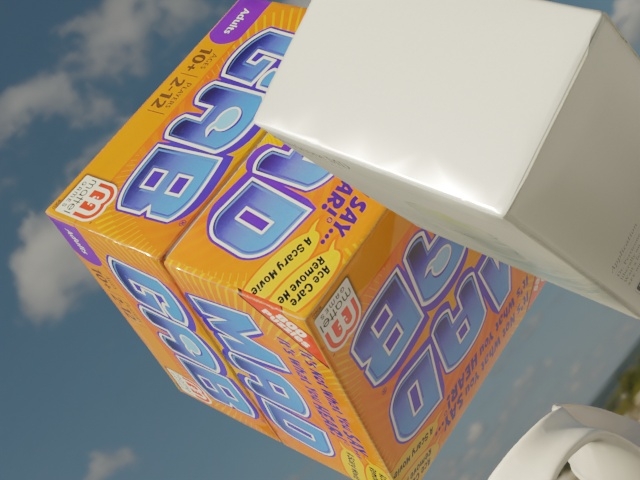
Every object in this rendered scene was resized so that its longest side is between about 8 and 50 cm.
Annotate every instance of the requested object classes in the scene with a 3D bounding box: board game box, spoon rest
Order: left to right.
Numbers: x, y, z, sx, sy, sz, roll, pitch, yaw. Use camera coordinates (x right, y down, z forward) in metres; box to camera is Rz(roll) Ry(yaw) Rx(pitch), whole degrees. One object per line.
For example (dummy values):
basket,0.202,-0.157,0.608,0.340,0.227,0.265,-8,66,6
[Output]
board game box,0.000,0.000,1.218,0.356,0.356,0.357,-53,-38,-24
spoon rest,0.228,0.178,0.903,0.276,0.137,0.084,-4,-66,-52

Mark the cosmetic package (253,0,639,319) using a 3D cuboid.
cosmetic package,0.118,-0.069,0.755,0.224,0.224,0.138,30,-94,-48
